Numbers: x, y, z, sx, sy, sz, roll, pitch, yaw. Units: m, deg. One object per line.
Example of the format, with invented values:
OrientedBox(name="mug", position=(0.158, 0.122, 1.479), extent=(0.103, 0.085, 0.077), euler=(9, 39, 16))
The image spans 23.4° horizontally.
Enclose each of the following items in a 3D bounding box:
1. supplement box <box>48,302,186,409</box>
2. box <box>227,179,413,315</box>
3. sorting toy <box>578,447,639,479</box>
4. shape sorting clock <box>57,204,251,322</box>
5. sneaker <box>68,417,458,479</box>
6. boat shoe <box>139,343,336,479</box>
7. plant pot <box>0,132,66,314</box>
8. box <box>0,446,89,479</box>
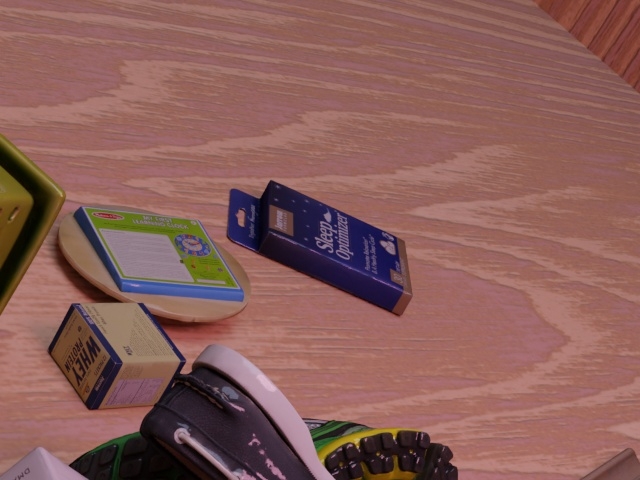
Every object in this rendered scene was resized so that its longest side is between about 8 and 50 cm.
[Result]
OrientedBox(name="supplement box", position=(-0.183, 0.103, 1.390), extent=(0.083, 0.056, 0.083), euler=(2, 37, -47))
OrientedBox(name="box", position=(0.000, 0.000, 1.815), extent=(0.225, 0.036, 0.136), euler=(23, 26, -13))
OrientedBox(name="sorting toy", position=(0.353, 0.322, 1.588), extent=(0.229, 0.041, 0.307), euler=(40, 26, 21))
OrientedBox(name="shape sorting clock", position=(-0.169, 0.023, 1.575), extent=(0.206, 0.040, 0.206), euler=(21, 27, -12))
OrientedBox(name="sneaker", position=(-0.063, 0.213, 1.277), extent=(0.343, 0.134, 0.146), euler=(5, -2, -32))
OrientedBox(name="boat shoe", position=(-0.017, 0.217, 1.161), extent=(0.302, 0.114, 0.091), euler=(49, 67, -9))
OrientedBox(name="plant pot", position=(-0.352, -0.011, 1.232), extent=(0.227, 0.228, 0.207), euler=(38, 18, 17))
OrientedBox(name="box", position=(-0.164, 0.248, 0.919), extent=(0.181, 0.182, 0.119), euler=(46, 6, -48))
